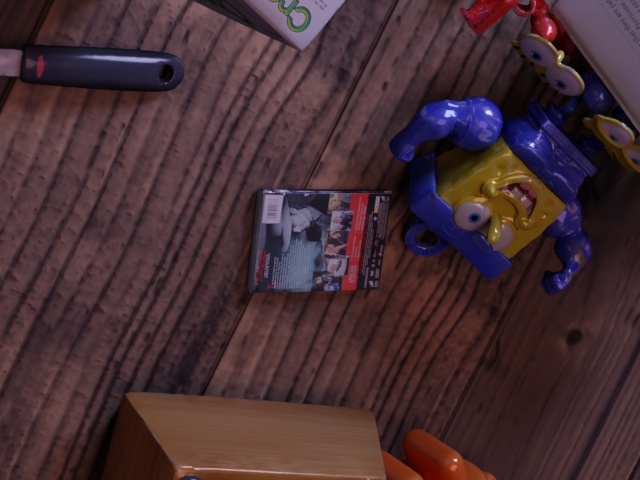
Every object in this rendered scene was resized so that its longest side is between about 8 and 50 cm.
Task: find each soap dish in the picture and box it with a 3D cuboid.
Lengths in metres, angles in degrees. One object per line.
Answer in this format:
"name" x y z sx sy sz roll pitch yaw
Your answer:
"soap dish" -0.080 0.273 0.999 0.229 0.118 0.291 9 103 -30

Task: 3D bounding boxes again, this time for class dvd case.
"dvd case" 0.000 0.000 1.011 0.119 0.013 0.087 -2 107 -28

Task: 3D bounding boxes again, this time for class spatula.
"spatula" -0.229 -0.123 0.841 0.296 0.030 0.084 1 107 -28

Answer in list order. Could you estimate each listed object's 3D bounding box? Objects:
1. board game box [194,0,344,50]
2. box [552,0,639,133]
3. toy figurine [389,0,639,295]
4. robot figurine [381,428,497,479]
"board game box" -0.119 -0.214 0.708 0.193 0.305 0.053 39 89 -31
"box" 0.304 -0.144 0.975 0.119 0.182 0.181 -40 162 26
"toy figurine" 0.173 -0.051 1.043 0.217 0.191 0.362 -38 122 21
"robot figurine" 0.100 0.277 1.088 0.158 0.128 0.219 -53 137 -57
